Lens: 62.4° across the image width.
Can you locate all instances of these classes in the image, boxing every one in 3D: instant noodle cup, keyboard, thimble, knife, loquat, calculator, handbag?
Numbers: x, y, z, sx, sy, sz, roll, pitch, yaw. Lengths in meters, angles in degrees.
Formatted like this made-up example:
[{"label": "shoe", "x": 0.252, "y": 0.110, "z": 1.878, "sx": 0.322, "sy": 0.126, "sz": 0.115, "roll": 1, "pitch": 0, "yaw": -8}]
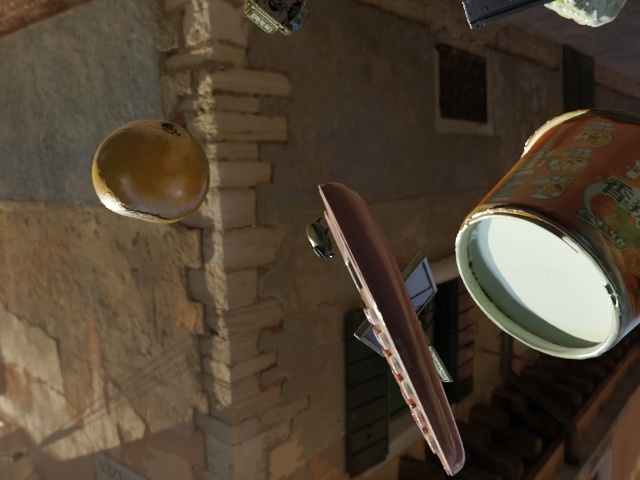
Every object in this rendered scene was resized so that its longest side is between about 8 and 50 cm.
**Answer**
[{"label": "instant noodle cup", "x": 0.330, "y": 0.001, "z": 0.697, "sx": 0.214, "sy": 0.297, "sz": 0.296, "roll": -36, "pitch": -157, "yaw": -24}, {"label": "keyboard", "x": 0.338, "y": -0.407, "z": 0.872, "sx": 0.195, "sy": 0.018, "sz": 0.060, "roll": -11, "pitch": 140, "yaw": 25}, {"label": "thimble", "x": 0.579, "y": -0.605, "z": 1.194, "sx": 0.254, "sy": 0.167, "sz": 0.288, "roll": 25, "pitch": -155, "yaw": -1}, {"label": "knife", "x": 0.244, "y": 0.244, "z": 1.162, "sx": 0.015, "sy": 0.028, "sz": 0.210, "roll": 14, "pitch": -156, "yaw": -17}, {"label": "loquat", "x": -0.391, "y": -0.154, "z": 1.233, "sx": 0.262, "sy": 0.263, "sz": 0.263, "roll": -2, "pitch": -172, "yaw": 0}, {"label": "calculator", "x": 0.081, "y": 0.096, "z": 0.587, "sx": 0.048, "sy": 0.330, "sz": 0.220, "roll": -22, "pitch": 173, "yaw": -1}, {"label": "handbag", "x": 0.000, "y": 0.000, "z": 1.404, "sx": 0.047, "sy": 0.111, "sz": 0.072, "roll": -20, "pitch": 169, "yaw": -39}]

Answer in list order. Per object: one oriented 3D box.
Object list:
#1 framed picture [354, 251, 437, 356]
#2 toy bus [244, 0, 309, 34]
[{"label": "framed picture", "x": 0.196, "y": 0.170, "z": 1.292, "sx": 0.020, "sy": 0.241, "sz": 0.324, "roll": 37, "pitch": 176, "yaw": 25}, {"label": "toy bus", "x": -0.058, "y": -0.522, "z": 0.965, "sx": 0.121, "sy": 0.336, "sz": 0.123, "roll": 31, "pitch": 156, "yaw": -32}]
